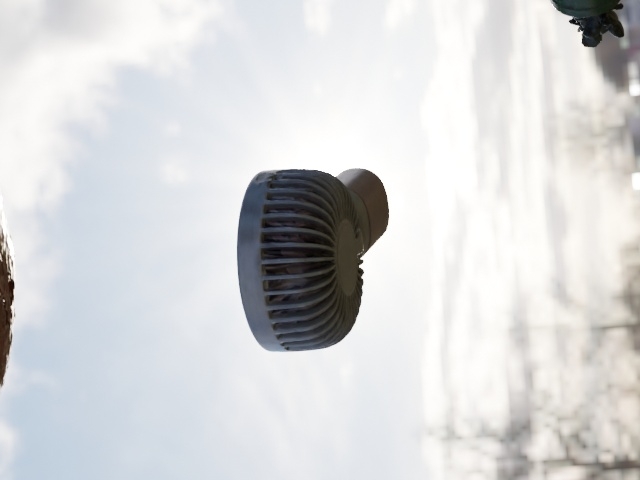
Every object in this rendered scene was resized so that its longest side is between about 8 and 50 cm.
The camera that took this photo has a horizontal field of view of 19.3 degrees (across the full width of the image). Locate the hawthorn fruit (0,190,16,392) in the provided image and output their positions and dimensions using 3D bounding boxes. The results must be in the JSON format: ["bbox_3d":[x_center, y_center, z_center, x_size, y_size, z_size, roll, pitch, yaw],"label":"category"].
[{"bbox_3d":[-0.230,0.044,0.834,0.210,0.211,0.262,68,-177,-53],"label":"hawthorn fruit"}]

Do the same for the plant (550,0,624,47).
[{"bbox_3d":[0.161,-0.147,1.125,0.102,0.051,0.051,61,-154,-54],"label":"plant"}]

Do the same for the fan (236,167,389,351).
[{"bbox_3d":[0.000,0.000,1.382,0.244,0.074,0.130,-41,-55,-69],"label":"fan"}]
